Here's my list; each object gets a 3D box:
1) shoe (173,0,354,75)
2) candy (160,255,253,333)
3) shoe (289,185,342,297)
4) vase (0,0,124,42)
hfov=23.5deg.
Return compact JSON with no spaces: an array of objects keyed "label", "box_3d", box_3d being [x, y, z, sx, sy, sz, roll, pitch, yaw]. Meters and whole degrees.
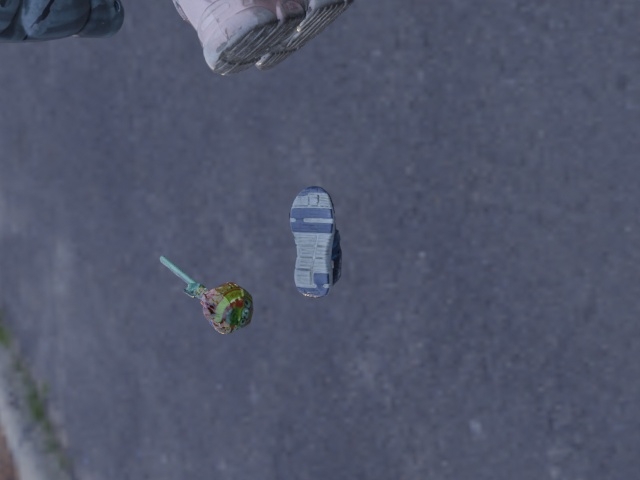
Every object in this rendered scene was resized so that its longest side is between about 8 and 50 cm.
[{"label":"shoe","box_3d":[-0.087,-0.359,2.148,0.172,0.351,0.198,-35,87,21]},{"label":"candy","box_3d":[-0.142,0.054,1.807,0.201,0.060,0.060,31,120,52]},{"label":"shoe","box_3d":[0.000,0.000,1.987,0.064,0.071,0.143,1,100,24]},{"label":"vase","box_3d":[-0.201,-0.150,0.942,0.060,0.211,0.060,-2,87,37]}]
